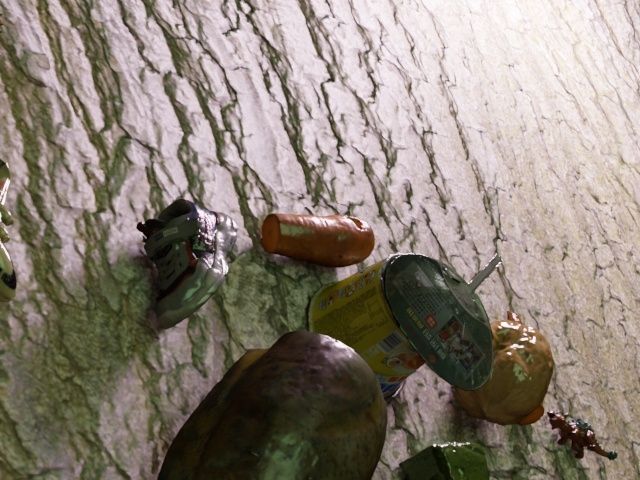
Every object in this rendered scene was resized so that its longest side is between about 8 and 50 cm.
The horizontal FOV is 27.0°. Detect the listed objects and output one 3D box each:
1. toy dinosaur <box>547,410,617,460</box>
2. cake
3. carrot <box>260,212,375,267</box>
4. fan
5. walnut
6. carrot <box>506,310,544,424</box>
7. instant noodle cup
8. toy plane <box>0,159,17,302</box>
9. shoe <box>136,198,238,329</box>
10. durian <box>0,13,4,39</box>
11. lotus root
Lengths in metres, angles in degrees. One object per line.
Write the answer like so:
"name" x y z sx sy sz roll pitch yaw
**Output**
"toy dinosaur" 0.444 0.336 2.272 0.154 0.049 0.055 33 39 -15
"cake" 0.191 0.406 1.926 0.099 0.100 0.235 16 51 -34
"carrot" 0.000 0.000 2.057 0.193 0.087 0.087 1 61 -42
"fan" 0.211 0.118 1.993 0.294 0.012 0.223 2 61 -43
"walnut" 0.290 0.214 2.124 0.155 0.155 0.184 41 43 -14
"carrot" 0.340 0.204 2.268 0.057 0.057 0.224 27 42 -28
"instant noodle cup" 0.099 0.121 2.009 0.205 0.153 0.205 24 47 -29
"toy plane" -0.445 -0.024 1.625 0.229 0.092 0.244 -23 80 -53
"shoe" -0.194 0.014 1.833 0.125 0.099 0.227 45 34 -22
"durian" -0.493 -0.280 1.741 0.168 0.137 0.158 45 60 3
"lotus root" -0.065 0.291 1.665 0.250 0.250 0.346 47 44 -7
